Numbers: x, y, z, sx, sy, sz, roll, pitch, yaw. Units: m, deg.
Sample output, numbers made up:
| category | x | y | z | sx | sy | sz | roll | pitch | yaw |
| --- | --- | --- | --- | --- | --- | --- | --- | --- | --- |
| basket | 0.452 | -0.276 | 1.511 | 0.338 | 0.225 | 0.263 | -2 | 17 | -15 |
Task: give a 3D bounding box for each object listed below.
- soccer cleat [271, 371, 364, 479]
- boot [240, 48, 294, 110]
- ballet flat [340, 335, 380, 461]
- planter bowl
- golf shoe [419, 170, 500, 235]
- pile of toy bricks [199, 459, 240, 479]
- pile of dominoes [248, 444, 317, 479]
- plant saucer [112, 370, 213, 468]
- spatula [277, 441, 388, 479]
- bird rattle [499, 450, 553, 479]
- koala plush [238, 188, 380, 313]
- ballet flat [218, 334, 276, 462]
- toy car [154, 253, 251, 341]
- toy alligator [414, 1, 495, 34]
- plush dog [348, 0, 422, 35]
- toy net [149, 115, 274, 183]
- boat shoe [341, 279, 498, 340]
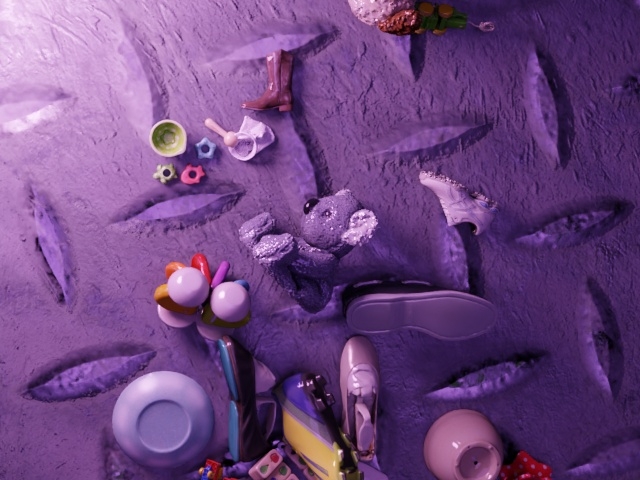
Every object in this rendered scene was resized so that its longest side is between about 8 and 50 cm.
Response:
| category | x | y | z | sx | sy | sz | roll | pitch | yaw |
| --- | --- | --- | --- | --- | --- | --- | --- | --- | --- |
| soccer cleat | -0.007 | 0.395 | 1.842 | 0.121 | 0.093 | 0.289 | -25 | 81 | 25 |
| boot | -0.099 | -0.298 | 1.787 | 0.106 | 0.037 | 0.114 | -4 | 101 | -22 |
| ballet flat | 0.082 | 0.313 | 1.875 | 0.086 | 0.086 | 0.249 | -1 | 97 | -9 |
| planter bowl | 0.295 | 0.429 | 1.912 | 0.162 | 0.109 | 0.162 | -1 | 98 | -9 |
| golf shoe | 0.259 | -0.070 | 1.864 | 0.176 | 0.069 | 0.086 | 27 | 98 | -11 |
| pile of toy bricks | -0.191 | 0.542 | 1.859 | 0.105 | 0.118 | 0.212 | 20 | 83 | -47 |
| pile of dominoes | -0.037 | 0.517 | 1.824 | 0.251 | 0.040 | 0.196 | 49 | 52 | 0 |
| plant saucer | -0.300 | 0.349 | 1.838 | 0.194 | 0.037 | 0.195 | -1 | 98 | -10 |
| spatula | -0.001 | 0.501 | 1.920 | 0.242 | 0.019 | 0.168 | 24 | 94 | -8 |
| bird rattle | 0.400 | 0.573 | 1.966 | 0.207 | 0.143 | 0.253 | 46 | 75 | -23 |
| koala plush | 0.000 | 0.000 | 1.776 | 0.221 | 0.196 | 0.203 | -42 | 113 | -2 |
| ballet flat | -0.135 | 0.291 | 1.821 | 0.096 | 0.095 | 0.281 | -12 | 119 | -18 |
| toy car | -0.209 | 0.095 | 1.780 | 0.181 | 0.159 | 0.136 | 20 | 57 | -11 |
| toy alligator | 0.236 | -0.426 | 1.822 | 0.189 | 0.056 | 0.051 | 2 | 57 | -10 |
| plush dog | 0.138 | -0.495 | 1.748 | 0.225 | 0.210 | 0.262 | -48 | 68 | 13 |
| toy net | -0.197 | -0.168 | 1.783 | 0.232 | 0.045 | 0.122 | -5 | 98 | -9 |
| boat shoe | 0.191 | 0.125 | 1.863 | 0.302 | 0.091 | 0.114 | 7 | 116 | -12 |
